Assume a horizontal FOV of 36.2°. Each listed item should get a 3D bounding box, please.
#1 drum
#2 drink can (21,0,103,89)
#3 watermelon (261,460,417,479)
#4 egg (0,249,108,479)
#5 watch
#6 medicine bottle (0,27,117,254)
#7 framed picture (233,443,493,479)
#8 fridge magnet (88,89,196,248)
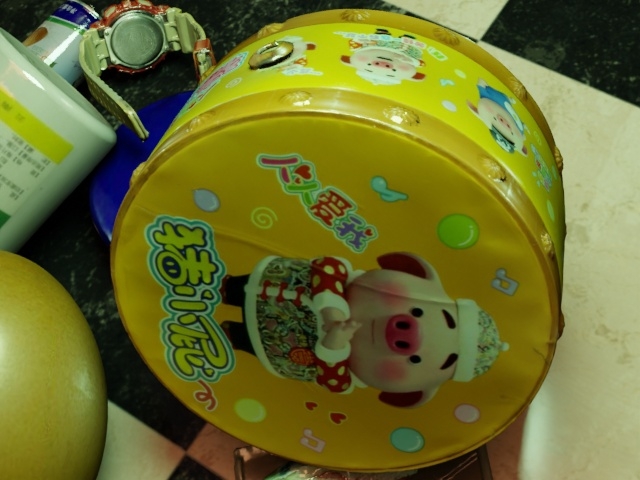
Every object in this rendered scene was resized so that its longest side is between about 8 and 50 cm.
[{"bbox_3d":[0.024,0.005,0.941,0.431,0.431,0.214,6,37,11],"label":"drum"},{"bbox_3d":[-0.385,-0.219,1.327,0.097,0.097,0.235,33,70,22],"label":"drink can"},{"bbox_3d":[0.019,0.274,1.005,0.187,0.071,0.139,-15,65,-1],"label":"watermelon"},{"bbox_3d":[-0.360,0.182,0.996,0.283,0.282,0.351,3,78,9],"label":"egg"},{"bbox_3d":[-0.211,-0.217,1.234,0.165,0.102,0.268,-24,39,-18],"label":"watch"},{"bbox_3d":[-0.427,-0.068,1.157,0.339,0.208,0.208,-47,65,0],"label":"medicine bottle"},{"bbox_3d":[0.051,0.296,1.036,0.281,0.019,0.209,-8,61,3],"label":"framed picture"},{"bbox_3d":[-0.154,-0.071,1.204,0.266,0.112,0.265,-3,60,6],"label":"fridge magnet"}]
